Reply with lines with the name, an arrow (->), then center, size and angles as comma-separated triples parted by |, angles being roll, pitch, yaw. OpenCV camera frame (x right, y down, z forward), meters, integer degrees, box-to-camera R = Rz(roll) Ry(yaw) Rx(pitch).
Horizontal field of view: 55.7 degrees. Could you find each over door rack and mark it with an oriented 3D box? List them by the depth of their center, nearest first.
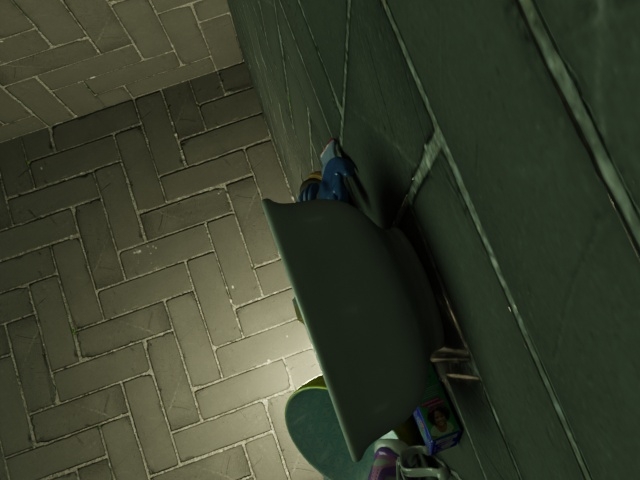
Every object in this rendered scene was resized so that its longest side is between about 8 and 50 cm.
over door rack -> 0.176, 0.485, 0.919 | 0.324, 0.108, 0.239 | -22, -87, -72

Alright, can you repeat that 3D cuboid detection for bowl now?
bowl -> 0.046, 0.074, 0.661 | 0.298, 0.134, 0.297 | 161, 90, -87
bowl -> 0.087, 0.369, 1.258 | 0.156, 0.290, 0.289 | -44, -56, -46

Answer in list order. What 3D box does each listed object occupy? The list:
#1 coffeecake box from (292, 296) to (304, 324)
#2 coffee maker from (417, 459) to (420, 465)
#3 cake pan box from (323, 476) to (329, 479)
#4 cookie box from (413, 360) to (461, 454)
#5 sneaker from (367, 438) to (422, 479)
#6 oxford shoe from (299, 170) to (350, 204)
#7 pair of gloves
coffeecake box -> 0.027, 0.202, 1.557 | 0.186, 0.068, 0.142 | 35, -173, -16
coffee maker -> 0.133, 0.426, 1.407 | 0.120, 0.171, 0.178 | 144, 124, -81
cake pan box -> 0.120, 0.591, 1.500 | 0.267, 0.070, 0.245 | 39, -163, -17
cookie box -> 0.135, 0.204, 0.763 | 0.091, 0.040, 0.107 | 75, 174, -60
sneaker -> 0.155, 0.482, 1.110 | 0.236, 0.095, 0.104 | 58, -140, -14
oxford shoe -> 0.000, 0.000, 0.990 | 0.363, 0.133, 0.129 | -114, 5, -55
pair of gloves -> -0.001, -0.053, 0.886 | 0.198, 0.023, 0.159 | -54, 28, 42
